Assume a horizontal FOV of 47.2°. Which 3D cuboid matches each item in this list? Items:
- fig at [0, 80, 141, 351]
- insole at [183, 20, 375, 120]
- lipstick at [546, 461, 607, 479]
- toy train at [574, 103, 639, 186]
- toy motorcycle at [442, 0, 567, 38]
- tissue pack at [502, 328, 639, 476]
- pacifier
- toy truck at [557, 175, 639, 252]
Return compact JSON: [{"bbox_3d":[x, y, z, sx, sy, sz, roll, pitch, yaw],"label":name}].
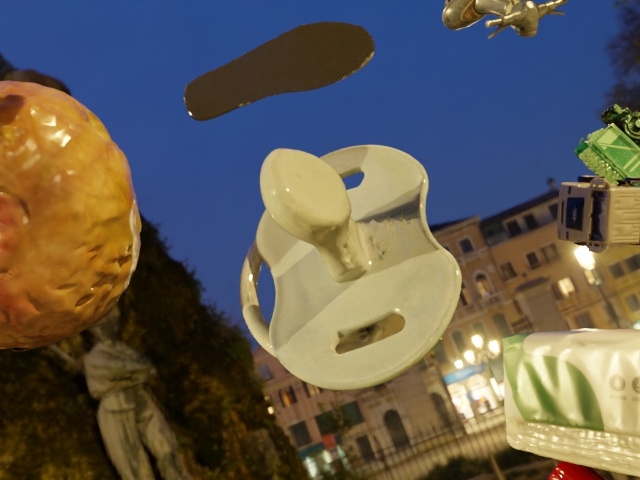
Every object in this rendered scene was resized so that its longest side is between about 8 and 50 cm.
[{"bbox_3d":[-0.328,-0.030,0.850,0.286,0.286,0.369,-22,5,3],"label":"fig"},{"bbox_3d":[-0.067,-0.257,1.119,0.309,0.110,0.012,-20,-12,10],"label":"insole"},{"bbox_3d":[0.446,0.416,1.031,0.073,0.279,0.073,-23,-49,-29],"label":"lipstick"},{"bbox_3d":[0.668,-0.157,1.516,0.154,0.269,0.115,-44,-7,1],"label":"toy train"},{"bbox_3d":[0.271,-0.330,0.887,0.263,0.157,0.091,-33,-51,10],"label":"toy motorcycle"},{"bbox_3d":[0.466,0.219,1.018,0.266,0.194,0.356,6,-8,-36],"label":"tissue pack"},{"bbox_3d":[0.000,0.000,0.695,0.227,0.279,0.207,-21,-38,11],"label":"pacifier"},{"bbox_3d":[0.453,-0.038,1.010,0.242,0.101,0.125,-3,9,-23],"label":"toy truck"}]
